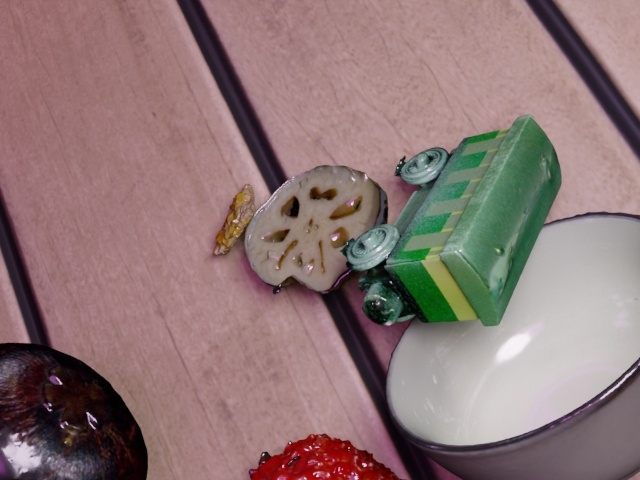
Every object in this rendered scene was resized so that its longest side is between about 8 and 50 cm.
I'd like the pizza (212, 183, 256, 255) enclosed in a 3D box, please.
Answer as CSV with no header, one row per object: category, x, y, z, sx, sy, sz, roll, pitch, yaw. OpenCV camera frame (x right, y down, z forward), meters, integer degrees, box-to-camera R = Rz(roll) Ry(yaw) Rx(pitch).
pizza,-0.115,-0.037,1.168,0.026,0.109,0.122,28,70,-18

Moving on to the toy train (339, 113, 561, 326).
toy train,0.162,-0.019,0.999,0.202,0.120,0.301,-10,34,42

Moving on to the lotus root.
lotus root,0.003,-0.003,1.135,0.203,0.078,0.183,-45,55,-5

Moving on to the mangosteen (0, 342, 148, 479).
mangosteen,-0.383,0.290,1.041,0.330,0.330,0.330,-5,72,15

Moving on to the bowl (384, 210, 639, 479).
bowl,0.266,0.149,0.911,0.354,0.354,0.185,-38,110,3

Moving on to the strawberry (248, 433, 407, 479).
strawberry,0.016,0.331,1.006,0.237,0.111,0.190,4,72,17
